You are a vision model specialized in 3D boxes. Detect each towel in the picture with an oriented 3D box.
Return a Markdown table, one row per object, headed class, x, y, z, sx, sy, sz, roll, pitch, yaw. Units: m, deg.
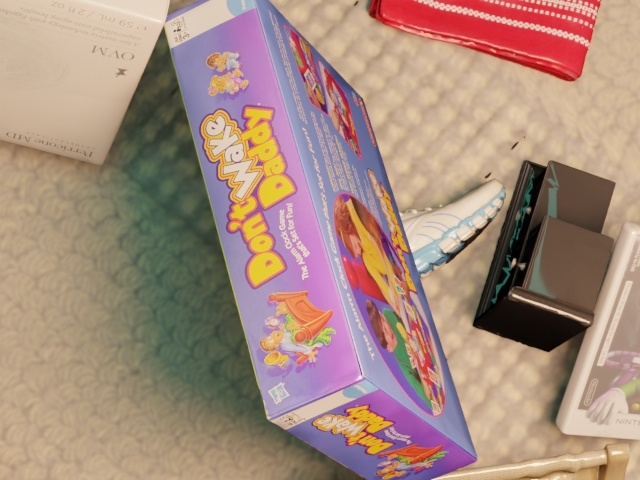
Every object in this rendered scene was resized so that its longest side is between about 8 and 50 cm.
| class | x | y | z | sx | sy | sz | roll | pitch | yaw |
| --- | --- | --- | --- | --- | --- | --- | --- | --- | --- |
| towel | 0.170 | -0.290 | 1.766 | 0.199 | 0.031 | 0.275 | 17 | 78 | -3 |

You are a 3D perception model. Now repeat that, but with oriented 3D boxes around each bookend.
| class | x | y | z | sx | sy | sz | roll | pitch | yaw |
| --- | --- | --- | --- | --- | --- | --- | --- | --- | --- |
| bookend | 0.195 | 0.000 | 1.647 | 0.072 | 0.157 | 0.156 | 19 | 78 | -2 |

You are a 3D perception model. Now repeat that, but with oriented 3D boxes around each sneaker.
| class | x | y | z | sx | sy | sz | roll | pitch | yaw |
| --- | --- | --- | --- | --- | --- | --- | --- | --- | --- |
| sneaker | 0.070 | -0.004 | 1.682 | 0.190 | 0.071 | 0.083 | -36 | 79 | -12 |

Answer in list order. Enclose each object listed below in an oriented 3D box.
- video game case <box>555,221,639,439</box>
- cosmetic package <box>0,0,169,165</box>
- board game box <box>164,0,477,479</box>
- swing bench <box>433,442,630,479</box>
| class | x | y | z | sx | sy | sz | roll | pitch | yaw |
| --- | --- | --- | --- | --- | --- | --- | --- | --- | --- |
| video game case | 0.299 | 0.082 | 1.637 | 0.173 | 0.022 | 0.190 | 7 | 114 | -21 |
| cosmetic package | -0.246 | -0.191 | 1.575 | 0.224 | 0.225 | 0.138 | 14 | 60 | -12 |
| board game box | 0.000 | 0.000 | 1.535 | 0.078 | 0.233 | 0.347 | -24 | 61 | 15 |
| swing bench | 0.143 | 0.311 | 1.564 | 0.253 | 0.165 | 0.255 | -7 | 44 | -6 |
